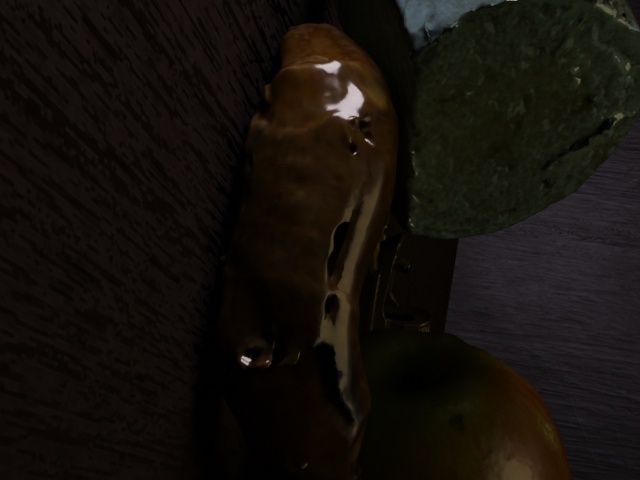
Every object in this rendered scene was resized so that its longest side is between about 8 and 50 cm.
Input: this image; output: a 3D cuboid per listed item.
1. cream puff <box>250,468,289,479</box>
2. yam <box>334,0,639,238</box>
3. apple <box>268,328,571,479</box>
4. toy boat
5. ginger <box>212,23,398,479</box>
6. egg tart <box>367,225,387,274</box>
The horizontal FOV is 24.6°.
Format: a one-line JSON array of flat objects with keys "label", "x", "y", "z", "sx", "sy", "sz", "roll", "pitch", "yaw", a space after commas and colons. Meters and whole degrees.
[{"label": "cream puff", "x": -0.022, "y": 0.210, "z": 0.965, "sx": 0.103, "sy": 0.126, "sz": 0.144, "roll": 54, "pitch": 45, "yaw": -31}, {"label": "yam", "x": 0.108, "y": -0.169, "z": 1.049, "sx": 0.202, "sy": 0.201, "sz": 0.271, "roll": 95, "pitch": -22, "yaw": -44}, {"label": "apple", "x": 0.077, "y": 0.183, "z": 1.169, "sx": 0.246, "sy": 0.246, "sz": 0.226, "roll": -66, "pitch": 145, "yaw": -59}, {"label": "toy boat", "x": 0.071, "y": 0.102, "z": 1.525, "sx": 0.068, "sy": 0.088, "sz": 0.226, "roll": -56, "pitch": 154, "yaw": -68}, {"label": "ginger", "x": -0.006, "y": 0.002, "z": 0.926, "sx": 0.133, "sy": 0.107, "sz": 0.309, "roll": 20, "pitch": 74, "yaw": -66}, {"label": "egg tart", "x": 0.014, "y": -0.033, "z": 1.118, "sx": 0.191, "sy": 0.074, "sz": 0.191, "roll": 7, "pitch": 90, "yaw": -83}]
